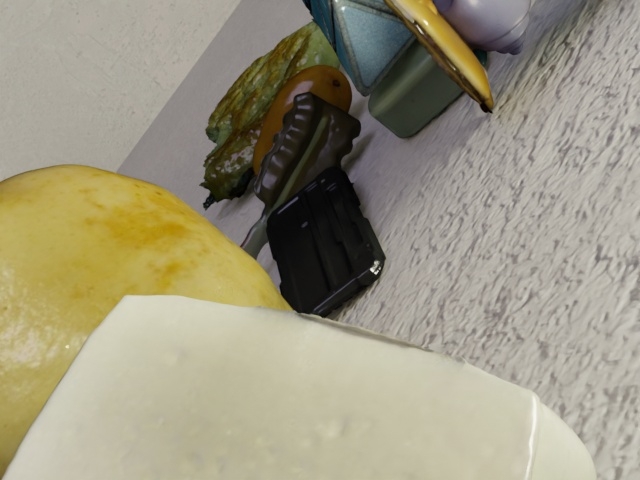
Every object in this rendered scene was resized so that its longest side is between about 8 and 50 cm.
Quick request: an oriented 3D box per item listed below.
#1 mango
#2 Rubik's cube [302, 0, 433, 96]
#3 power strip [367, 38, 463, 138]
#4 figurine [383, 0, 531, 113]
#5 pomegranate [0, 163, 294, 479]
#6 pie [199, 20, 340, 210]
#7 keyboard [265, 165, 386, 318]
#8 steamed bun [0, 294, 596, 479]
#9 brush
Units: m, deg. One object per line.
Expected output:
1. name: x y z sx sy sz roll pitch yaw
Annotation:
1. mango: -0.032 -0.140 1.303 0.184 0.085 0.102 -47 16 32
2. Rubik's cube: 0.042 -0.313 1.067 0.229 0.233 0.228 -30 -31 -56
3. power strip: 0.141 -0.234 1.097 0.194 0.059 0.265 -40 19 32
4. figurine: 0.175 -0.258 0.879 0.257 0.181 0.208 -41 -11 8
5. pomegranate: -0.163 0.123 0.705 0.332 0.332 0.332 -45 18 19
6. pie: -0.075 -0.201 1.557 0.296 0.078 0.371 -45 19 21
7. keyboard: 0.000 0.000 0.994 0.106 0.016 0.262 -39 23 8
8. steamed bun: -0.006 0.131 0.477 0.242 0.164 0.146 10 55 27
9. brush: -0.059 -0.019 1.148 0.301 0.084 0.071 -61 17 -6
